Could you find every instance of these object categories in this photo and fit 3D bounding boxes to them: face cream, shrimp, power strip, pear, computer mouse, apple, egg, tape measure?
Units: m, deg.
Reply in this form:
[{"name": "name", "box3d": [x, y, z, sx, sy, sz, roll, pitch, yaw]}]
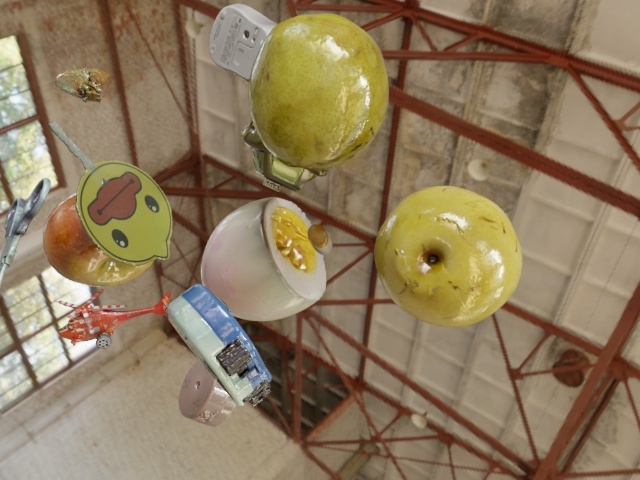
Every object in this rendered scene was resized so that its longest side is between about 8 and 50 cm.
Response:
[{"name": "face cream", "box3d": [0.000, 0.000, 1.621, 0.072, 0.051, 0.182, 60, -1, 11]}, {"name": "shrimp", "box3d": [-0.522, -0.354, 1.423, 0.217, 0.115, 0.051, 36, -31, 49]}, {"name": "power strip", "box3d": [-0.253, 0.348, 1.466, 0.078, 0.154, 0.154, 31, -22, -34]}, {"name": "pear", "box3d": [0.299, 0.038, 1.502, 0.348, 0.348, 0.348, 30, -42, 30]}, {"name": "computer mouse", "box3d": [-0.170, -0.500, 1.652, 0.297, 0.121, 0.184, 36, -63, 43]}, {"name": "apple", "box3d": [-0.456, -0.007, 1.330, 0.173, 0.210, 0.235, 56, -2, 27]}, {"name": "egg", "box3d": [-0.205, 0.081, 1.903, 0.340, 0.354, 0.354, -24, -78, 24]}, {"name": "pear", "box3d": [-0.006, -0.287, 1.297, 0.304, 0.304, 0.303, 30, -42, 30]}, {"name": "tape measure", "box3d": [-0.237, 0.153, 1.229, 0.351, 0.098, 0.215, 36, -23, 37]}]

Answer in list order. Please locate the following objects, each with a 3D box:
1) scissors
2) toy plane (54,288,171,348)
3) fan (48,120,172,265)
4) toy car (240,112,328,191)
[{"name": "scissors", "box3d": [-0.769, 0.035, 1.569, 0.029, 0.383, 0.256, 29, -34, -36]}, {"name": "toy plane", "box3d": [-0.356, 0.130, 1.109, 0.126, 0.194, 0.077, 40, -35, 51]}, {"name": "fan", "box3d": [-0.394, -0.087, 1.210, 0.011, 0.229, 0.335, -24, -65, 31]}, {"name": "toy car", "box3d": [-0.089, -0.224, 1.621, 0.248, 0.198, 0.204, 25, 5, -27]}]
